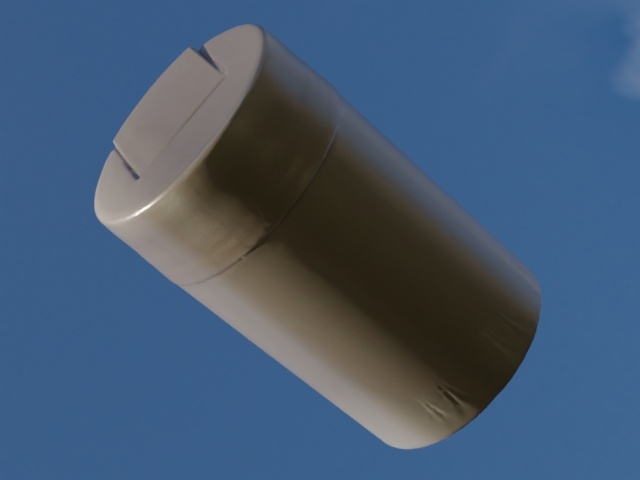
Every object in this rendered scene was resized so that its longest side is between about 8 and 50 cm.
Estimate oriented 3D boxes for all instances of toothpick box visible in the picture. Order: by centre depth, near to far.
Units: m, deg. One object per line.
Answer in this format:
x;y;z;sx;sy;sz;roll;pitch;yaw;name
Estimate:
0.000;0.000;0.782;0.180;0.111;0.111;40;-93;-24;toothpick box
